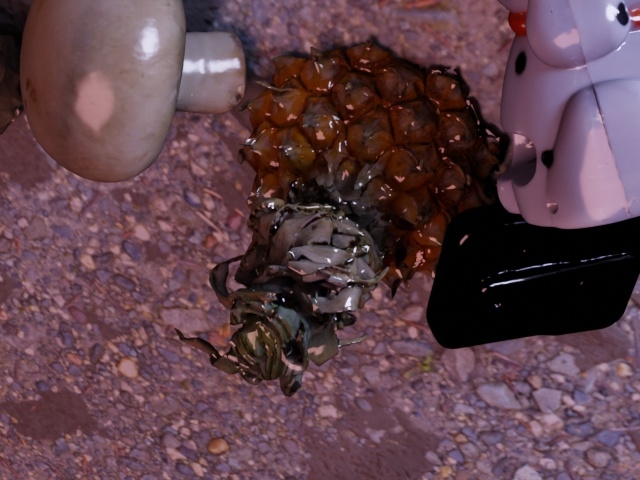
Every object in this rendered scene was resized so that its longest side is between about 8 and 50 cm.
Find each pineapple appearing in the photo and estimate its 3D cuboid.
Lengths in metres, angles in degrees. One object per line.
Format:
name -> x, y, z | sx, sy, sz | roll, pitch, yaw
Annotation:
pineapple -> 0.000, 0.000, 0.950 | 0.262, 0.272, 0.262 | 14, 131, 16

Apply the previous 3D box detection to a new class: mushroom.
mushroom -> -0.158, -0.149, 0.996 | 0.204, 0.204, 0.204 | 14, 130, 17

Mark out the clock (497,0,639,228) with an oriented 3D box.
clock -> 0.194, -0.156, 0.822 | 0.189, 0.189, 0.254 | -6, 107, 30

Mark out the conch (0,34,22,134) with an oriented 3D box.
conch -> -0.356, -0.136, 1.097 | 0.178, 0.163, 0.245 | 11, 153, -39

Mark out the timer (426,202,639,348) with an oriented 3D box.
timer -> 0.187, 0.030, 0.964 | 0.187, 0.055, 0.144 | -7, 134, -17
